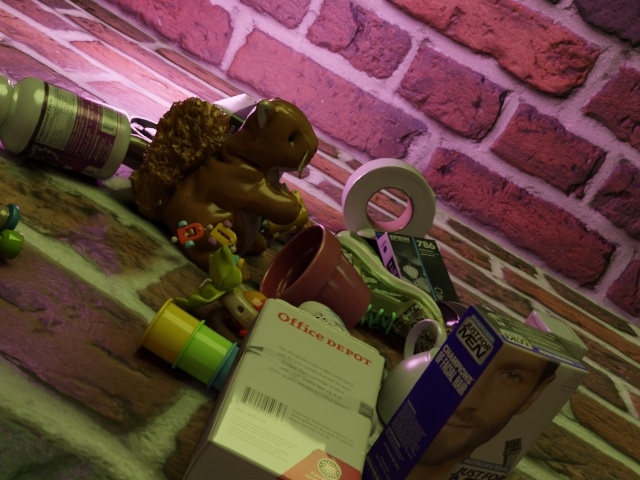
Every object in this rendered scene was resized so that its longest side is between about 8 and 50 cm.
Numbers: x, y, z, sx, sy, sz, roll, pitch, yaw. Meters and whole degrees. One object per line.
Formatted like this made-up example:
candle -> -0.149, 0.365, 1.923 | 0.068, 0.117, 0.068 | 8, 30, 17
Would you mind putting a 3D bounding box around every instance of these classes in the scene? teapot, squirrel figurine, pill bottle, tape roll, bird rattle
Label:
teapot -> 0.241, 0.288, 1.405 | 0.256, 0.187, 0.252 | 33, 17, 12
squirrel figurine -> -0.207, -0.169, 1.639 | 0.397, 0.370, 0.281 | 31, 17, 4
pill bottle -> -0.578, -0.249, 1.605 | 0.301, 0.169, 0.169 | 18, 21, -36
tape roll -> 0.208, -0.106, 2.294 | 0.286, 0.286, 0.100 | 27, 17, -11
bird rattle -> -0.124, 0.130, 1.371 | 0.253, 0.143, 0.207 | 37, 2, 12

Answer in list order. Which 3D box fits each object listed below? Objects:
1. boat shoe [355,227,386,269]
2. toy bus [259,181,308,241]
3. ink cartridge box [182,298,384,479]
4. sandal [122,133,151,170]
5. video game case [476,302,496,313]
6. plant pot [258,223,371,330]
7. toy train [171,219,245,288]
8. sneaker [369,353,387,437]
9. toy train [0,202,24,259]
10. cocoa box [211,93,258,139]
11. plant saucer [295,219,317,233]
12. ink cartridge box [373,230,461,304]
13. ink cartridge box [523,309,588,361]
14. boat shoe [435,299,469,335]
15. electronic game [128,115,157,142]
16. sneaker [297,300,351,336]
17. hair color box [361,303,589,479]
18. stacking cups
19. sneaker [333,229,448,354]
boat shoe -> 0.211, 0.047, 2.196 | 0.267, 0.096, 0.088 | 33, 22, 13
toy bus -> -0.131, -0.052, 1.881 | 0.104, 0.202, 0.191 | 66, 18, 10
ink cartridge box -> -0.040, 0.244, 1.042 | 0.207, 0.117, 0.283 | 28, 36, -6
sandal -> -0.382, -0.161, 1.822 | 0.302, 0.120, 0.086 | 20, 47, -25
video game case -> 0.556, 0.285, 2.208 | 0.274, 0.026, 0.196 | 36, 18, 22
plant pot -> 0.001, 0.097, 1.573 | 0.180, 0.201, 0.201 | 41, 12, -22
toy train -> -0.221, 0.027, 1.508 | 0.046, 0.125, 0.166 | 78, -13, -70
sneaker -> 0.068, 0.257, 1.346 | 0.153, 0.101, 0.268 | 17, 20, -33
toy train -> -0.525, -0.009, 1.155 | 0.143, 0.105, 0.248 | 32, 11, -45
cocoa box -> -0.210, -0.250, 2.101 | 0.228, 0.231, 0.347 | 31, 17, -1
plant saucer -> 0.000, 0.000, 2.023 | 0.200, 0.037, 0.200 | 38, 8, -6
ink cartridge box -> 0.263, 0.073, 2.071 | 0.165, 0.065, 0.333 | 8, 39, -21
ink cartridge box -> 0.580, 0.297, 1.949 | 0.127, 0.176, 0.128 | 25, 17, -17
boat shoe -> 0.334, 0.248, 1.765 | 0.130, 0.132, 0.355 | 19, 19, -32
electronic game -> -0.461, -0.278, 2.081 | 0.229, 0.048, 0.229 | 29, 17, -10
sneaker -> 0.009, 0.163, 1.282 | 0.085, 0.086, 0.237 | -21, 31, -8
hair color box -> 0.227, 0.279, 1.143 | 0.185, 0.339, 0.110 | 21, 19, -28
stacking cups -> -0.134, 0.217, 1.185 | 0.316, 0.096, 0.096 | 35, 17, -3
sneaker -> 0.114, 0.157, 1.737 | 0.182, 0.158, 0.410 | -30, 58, -35
